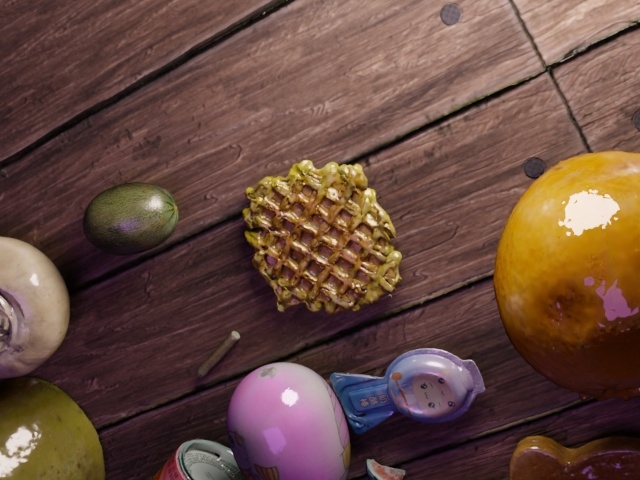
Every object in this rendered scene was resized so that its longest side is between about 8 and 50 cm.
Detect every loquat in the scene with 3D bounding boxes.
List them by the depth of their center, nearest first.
[{"bbox_3d":[0.386,0.048,1.448,0.328,0.328,0.329,7,115,15],"label":"loquat"}]

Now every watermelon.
[{"bbox_3d":[0.112,0.395,1.842,0.061,0.085,0.085,-29,105,-15],"label":"watermelon"}]

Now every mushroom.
[{"bbox_3d":[-0.542,0.117,1.844,0.246,0.202,0.246,3,106,10],"label":"mushroom"}]

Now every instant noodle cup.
[{"bbox_3d":[-0.231,0.488,1.907,0.244,0.244,0.255,33,110,2],"label":"instant noodle cup"}]

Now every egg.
[{"bbox_3d":[-0.043,0.325,1.774,0.196,0.196,0.271,-22,109,25],"label":"egg"}]

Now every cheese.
[{"bbox_3d":[0.141,0.239,1.753,0.244,0.052,0.135,-16,107,24],"label":"cheese"}]

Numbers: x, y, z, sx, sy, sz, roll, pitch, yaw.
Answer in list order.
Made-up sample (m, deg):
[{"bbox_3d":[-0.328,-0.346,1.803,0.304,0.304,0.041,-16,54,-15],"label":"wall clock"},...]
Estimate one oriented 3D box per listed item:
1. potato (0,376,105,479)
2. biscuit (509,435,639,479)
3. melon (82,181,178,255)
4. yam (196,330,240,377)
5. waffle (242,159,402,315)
[{"bbox_3d":[-0.588,0.393,1.936,0.330,0.280,0.213,13,119,14],"label":"potato"},{"bbox_3d":[0.412,0.419,1.739,0.287,0.057,0.344,39,120,-2],"label":"biscuit"},{"bbox_3d":[-0.305,-0.035,1.746,0.167,0.114,0.114,-13,108,21],"label":"melon"},{"bbox_3d":[-0.173,0.194,1.855,0.021,0.021,0.116,40,118,-2],"label":"yam"},{"bbox_3d":[0.001,-0.001,1.695,0.245,0.052,0.254,-13,107,25],"label":"waffle"}]
